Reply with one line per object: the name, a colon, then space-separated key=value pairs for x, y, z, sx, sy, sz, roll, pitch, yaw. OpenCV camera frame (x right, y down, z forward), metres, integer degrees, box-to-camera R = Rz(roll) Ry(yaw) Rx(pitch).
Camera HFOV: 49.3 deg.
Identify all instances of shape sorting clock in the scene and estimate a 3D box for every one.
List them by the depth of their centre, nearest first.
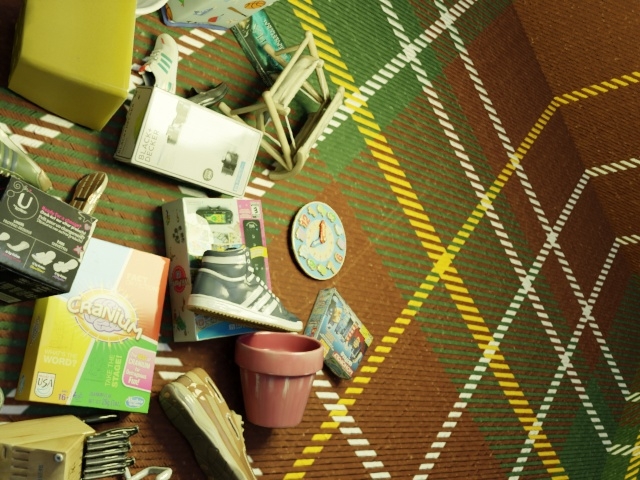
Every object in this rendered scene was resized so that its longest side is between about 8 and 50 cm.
shape sorting clock: x=0.000 y=0.000 z=1.828 sx=0.206 sy=0.040 sz=0.206 roll=11 pitch=74 yaw=-43

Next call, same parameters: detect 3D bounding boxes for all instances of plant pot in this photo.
plant pot: x=-0.479 y=-0.357 z=1.326 sx=0.187 sy=0.212 sz=0.212 roll=10 pitch=74 yaw=-30
plant pot: x=-0.099 y=0.314 z=1.570 sx=0.201 sy=0.201 sz=0.180 roll=1 pitch=97 yaw=-45

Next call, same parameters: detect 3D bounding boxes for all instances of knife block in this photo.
knife block: x=-0.476 y=0.367 z=1.246 sx=0.276 sy=0.242 sz=0.088 roll=7 pitch=94 yaw=0

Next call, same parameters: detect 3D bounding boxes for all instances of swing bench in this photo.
swing bench: x=-0.071 y=-0.326 z=1.715 sx=0.254 sy=0.165 sz=0.253 roll=53 pitch=50 yaw=-34

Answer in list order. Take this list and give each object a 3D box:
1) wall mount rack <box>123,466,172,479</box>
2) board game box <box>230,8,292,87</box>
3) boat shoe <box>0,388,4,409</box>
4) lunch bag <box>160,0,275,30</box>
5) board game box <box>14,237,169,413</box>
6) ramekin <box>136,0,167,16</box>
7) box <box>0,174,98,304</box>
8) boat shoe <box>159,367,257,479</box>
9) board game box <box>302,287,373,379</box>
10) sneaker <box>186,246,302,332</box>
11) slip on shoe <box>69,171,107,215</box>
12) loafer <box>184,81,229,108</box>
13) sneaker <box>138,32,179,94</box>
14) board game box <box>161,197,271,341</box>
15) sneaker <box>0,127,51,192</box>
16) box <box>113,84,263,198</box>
wall mount rack: x=-0.377 y=0.580 z=1.265 sx=0.304 sy=0.130 sz=0.350 roll=-23 pitch=97 yaw=-45
board game box: x=-0.146 y=-0.502 z=1.802 sx=0.186 sy=0.026 sz=0.126 roll=57 pitch=48 yaw=-20
boat shoe: x=-0.647 y=0.235 z=1.092 sx=0.319 sy=0.099 sz=0.116 roll=26 pitch=63 yaw=-39
lunch bag: x=-0.235 y=-0.712 z=1.550 sx=0.239 sy=0.328 sz=0.385 roll=-12 pitch=91 yaw=-48
board game box: x=-0.431 y=0.162 z=1.348 sx=0.242 sy=0.064 sz=0.316 roll=19 pitch=68 yaw=-41
ramekin: x=-0.449 y=-0.580 z=1.441 sx=0.277 sy=0.135 sz=0.277 roll=11 pitch=74 yaw=-43
box: x=-0.516 y=0.008 z=1.166 sx=0.163 sy=0.247 sz=0.142 roll=32 pitch=61 yaw=-37
boat shoe: x=-0.209 y=0.412 z=1.478 sx=0.116 sy=0.123 sz=0.324 roll=-43 pitch=113 yaw=-43
board game box: x=0.026 y=0.258 z=1.785 sx=0.194 sy=0.060 sz=0.194 roll=54 pitch=50 yaw=-23
sneaker: x=-0.144 y=0.105 z=1.487 sx=0.282 sy=0.099 sz=0.153 roll=21 pitch=69 yaw=-37
slip on shoe: x=-0.464 y=-0.079 z=1.387 sx=0.041 sy=0.051 sz=0.135 roll=87 pitch=14 yaw=-53
loafer: x=-0.277 y=-0.330 z=1.613 sx=0.061 sy=0.062 sz=0.170 roll=54 pitch=48 yaw=-16
sneaker: x=-0.361 y=-0.389 z=1.541 sx=0.075 sy=0.057 sz=0.161 roll=9 pitch=78 yaw=-49
board game box: x=-0.225 y=0.062 z=1.554 sx=0.224 sy=0.097 sz=0.303 roll=-2 pitch=84 yaw=-45
sneaker: x=-0.588 y=-0.144 z=1.265 sx=0.192 sy=0.064 sz=0.086 roll=52 pitch=57 yaw=-23
box: x=-0.283 y=-0.209 z=1.524 sx=0.290 sy=0.087 sz=0.169 roll=19 pitch=89 yaw=-41
